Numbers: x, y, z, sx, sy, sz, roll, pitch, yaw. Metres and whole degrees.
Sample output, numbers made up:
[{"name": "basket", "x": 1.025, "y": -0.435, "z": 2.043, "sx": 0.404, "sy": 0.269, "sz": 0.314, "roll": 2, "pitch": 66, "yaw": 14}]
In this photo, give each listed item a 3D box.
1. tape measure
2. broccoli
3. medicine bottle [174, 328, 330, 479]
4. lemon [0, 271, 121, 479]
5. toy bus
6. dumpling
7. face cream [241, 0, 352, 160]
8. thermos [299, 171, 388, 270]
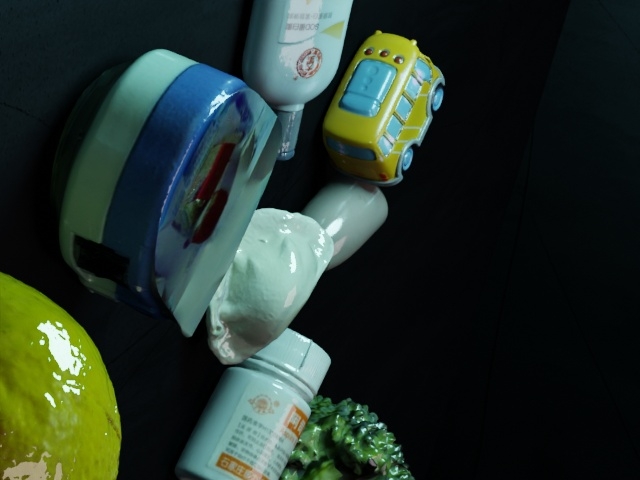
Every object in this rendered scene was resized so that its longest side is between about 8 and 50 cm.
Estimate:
[{"name": "tape measure", "x": -0.170, "y": -0.062, "z": 1.637, "sx": 0.259, "sy": 0.138, "sz": 0.262, "roll": -66, "pitch": 163, "yaw": -12}, {"name": "broccoli", "x": -0.019, "y": 0.406, "z": 2.501, "sx": 0.281, "sy": 0.348, "sz": 0.293, "roll": -35, "pitch": 100, "yaw": -47}, {"name": "medicine bottle", "x": -0.094, "y": 0.251, "z": 2.229, "sx": 0.144, "sy": 0.144, "sz": 0.252, "roll": 70, "pitch": 41, "yaw": -65}, {"name": "lemon", "x": -0.300, "y": 0.168, "z": 1.276, "sx": 0.297, "sy": 0.297, "sz": 0.297, "roll": -56, "pitch": 159, "yaw": -35}, {"name": "toy bus", "x": 0.086, "y": -0.198, "z": 2.277, "sx": 0.209, "sy": 0.126, "sz": 0.136, "roll": -64, "pitch": 154, "yaw": -15}, {"name": "dumpling", "x": -0.084, "y": 0.053, "z": 2.086, "sx": 0.151, "sy": 0.124, "sz": 0.229, "roll": 42, "pitch": 75, "yaw": -32}, {"name": "face cream", "x": -0.033, "y": -0.238, "z": 1.913, "sx": 0.144, "sy": 0.071, "sz": 0.291, "roll": -7, "pitch": 122, "yaw": -39}, {"name": "thermos", "x": 0.000, "y": 0.000, "z": 2.307, "sx": 0.193, "sy": 0.105, "sz": 0.137, "roll": -49, "pitch": -175, "yaw": -39}]
